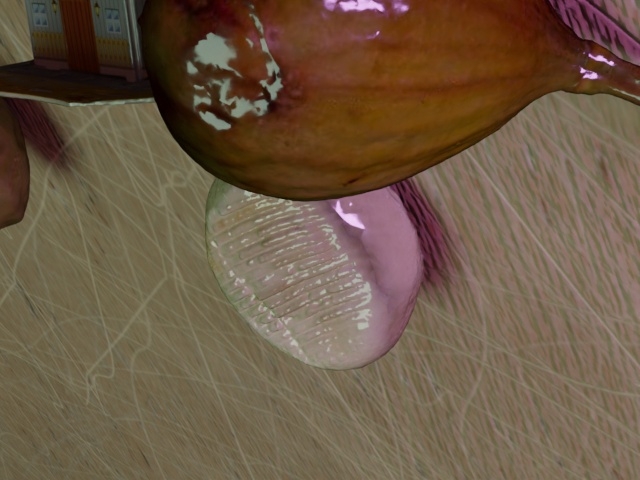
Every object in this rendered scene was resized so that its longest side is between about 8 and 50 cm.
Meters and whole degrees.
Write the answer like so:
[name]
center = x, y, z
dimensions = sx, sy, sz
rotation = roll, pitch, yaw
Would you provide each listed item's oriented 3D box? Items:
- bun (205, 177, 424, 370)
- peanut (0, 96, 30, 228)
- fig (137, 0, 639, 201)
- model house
[bun]
center = 0.000, 0.000, 1.293
dimensions = 0.188, 0.111, 0.164
rotation = 51, 137, -9
[peanut]
center = -0.417, -0.147, 1.614
dimensions = 0.387, 0.169, 0.192
rotation = 40, 151, 1
[fig]
center = 0.066, -0.101, 0.973
dimensions = 0.321, 0.217, 0.217
rotation = 19, 153, 1
[model house]
center = -0.114, -0.174, 1.146
dimensions = 0.219, 0.207, 0.135
rotation = 12, 113, 50
